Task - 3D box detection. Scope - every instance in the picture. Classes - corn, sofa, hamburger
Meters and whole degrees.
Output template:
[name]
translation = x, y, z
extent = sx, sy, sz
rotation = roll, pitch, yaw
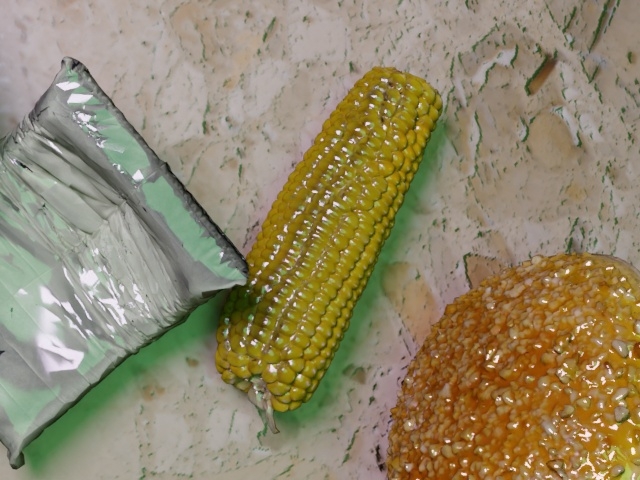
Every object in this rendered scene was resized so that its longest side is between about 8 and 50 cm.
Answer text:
[corn]
translation = 0.000, 0.000, 0.957
extent = 0.101, 0.101, 0.310
rotation = 26, 81, -11
[sofa]
translation = -0.199, 0.021, 0.867
extent = 0.225, 0.176, 0.210
rotation = -39, 96, -13
[hamburger]
translation = 0.167, 0.149, 0.899
extent = 0.170, 0.302, 0.302
rotation = 36, 79, -20
